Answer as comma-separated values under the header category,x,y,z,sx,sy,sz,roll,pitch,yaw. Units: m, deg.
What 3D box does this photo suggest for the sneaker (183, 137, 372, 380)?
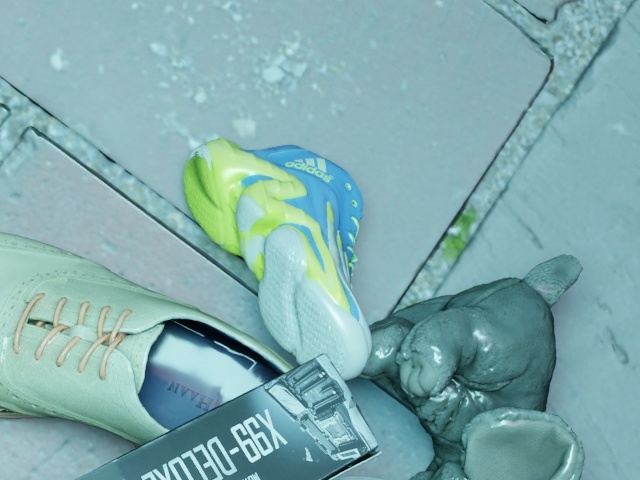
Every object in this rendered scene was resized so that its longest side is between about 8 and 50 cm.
category,x,y,z,sx,sy,sz,roll,pitch,yaw
sneaker,0.000,0.000,1.402,0.126,0.091,0.240,-14,52,-31

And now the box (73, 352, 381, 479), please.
category,x,y,z,sx,sy,sz,roll,pitch,yaw
box,-0.145,0.193,1.186,0.242,0.307,0.076,-24,84,-47

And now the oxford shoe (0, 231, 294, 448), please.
category,x,y,z,sx,sy,sz,roll,pitch,yaw
oxford shoe,-0.171,0.066,1.335,0.397,0.146,0.140,19,71,-12

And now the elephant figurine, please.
category,x,y,z,sx,sy,sz,roll,pitch,yaw
elephant figurine,0.123,0.162,1.415,0.169,0.186,0.239,-24,95,-54

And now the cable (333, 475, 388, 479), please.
category,x,y,z,sx,sy,sz,roll,pitch,yaw
cable,0.025,0.297,1.323,0.257,0.089,0.257,13,95,-8
